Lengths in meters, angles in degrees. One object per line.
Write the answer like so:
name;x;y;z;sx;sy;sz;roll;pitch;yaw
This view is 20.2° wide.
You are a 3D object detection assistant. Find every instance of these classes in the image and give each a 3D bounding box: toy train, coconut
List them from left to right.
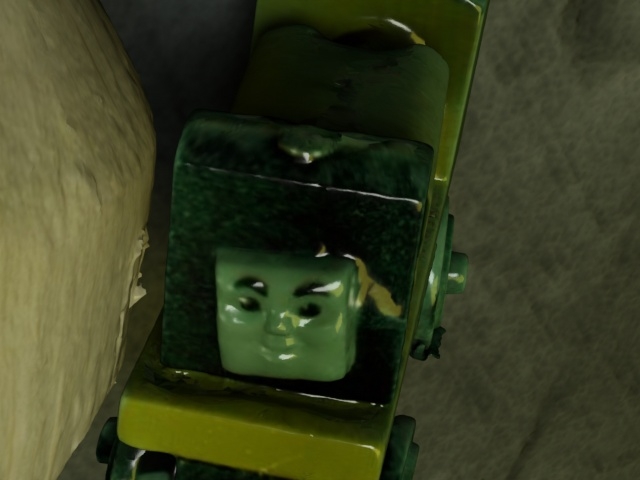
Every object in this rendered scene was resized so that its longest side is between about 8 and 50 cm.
coconut;-0.253;0.009;0.746;0.346;0.346;0.360;0;117;-33
toy train;0.000;0.000;0.902;0.160;0.397;0.253;12;122;4
